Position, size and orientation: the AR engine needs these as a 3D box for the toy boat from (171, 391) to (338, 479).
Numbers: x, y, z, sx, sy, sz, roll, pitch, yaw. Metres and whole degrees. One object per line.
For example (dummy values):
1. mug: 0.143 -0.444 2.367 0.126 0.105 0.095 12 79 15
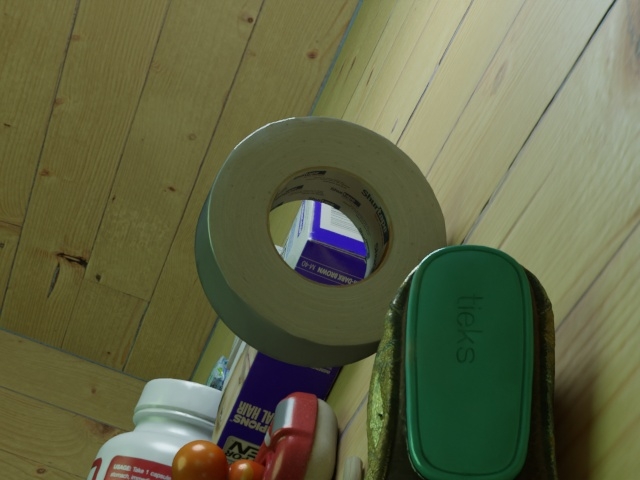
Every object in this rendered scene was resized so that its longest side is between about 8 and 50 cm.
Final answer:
1. toy boat: -0.084 0.257 1.129 0.151 0.151 0.231 -82 15 -63

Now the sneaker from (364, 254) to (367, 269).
1. sneaker: 0.062 0.034 1.120 0.040 0.044 0.109 121 167 -45

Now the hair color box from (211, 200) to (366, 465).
1. hair color box: -0.028 0.112 1.329 0.185 0.110 0.338 -86 16 -64

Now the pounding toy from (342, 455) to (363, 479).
1. pounding toy: -0.030 0.305 0.891 0.237 0.110 0.183 -39 -3 3

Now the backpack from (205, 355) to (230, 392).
1. backpack: -0.178 0.283 2.062 0.105 0.084 0.114 -79 9 -66

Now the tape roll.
1. tape roll: 0.000 0.000 0.967 0.072 0.219 0.219 123 166 -63

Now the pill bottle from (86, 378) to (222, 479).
1. pill bottle: -0.223 0.404 1.437 0.229 0.229 0.407 124 166 -61

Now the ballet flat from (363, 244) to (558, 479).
1. ballet flat: 0.065 0.154 0.526 0.348 0.123 0.123 -76 10 -45

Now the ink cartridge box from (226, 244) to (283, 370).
1. ink cartridge box: -0.091 0.126 1.865 0.139 0.082 0.190 118 169 -46
